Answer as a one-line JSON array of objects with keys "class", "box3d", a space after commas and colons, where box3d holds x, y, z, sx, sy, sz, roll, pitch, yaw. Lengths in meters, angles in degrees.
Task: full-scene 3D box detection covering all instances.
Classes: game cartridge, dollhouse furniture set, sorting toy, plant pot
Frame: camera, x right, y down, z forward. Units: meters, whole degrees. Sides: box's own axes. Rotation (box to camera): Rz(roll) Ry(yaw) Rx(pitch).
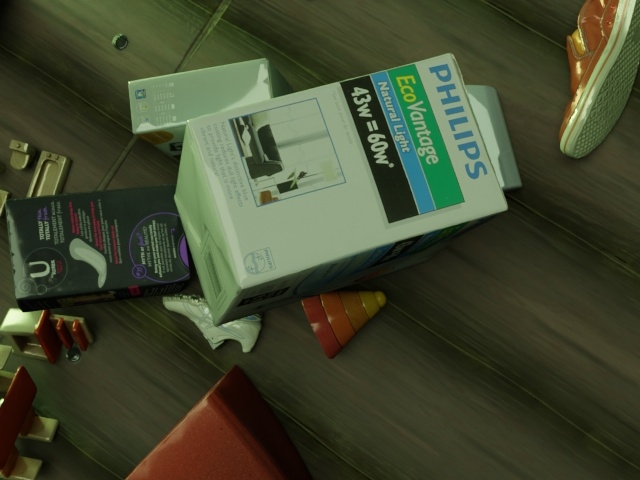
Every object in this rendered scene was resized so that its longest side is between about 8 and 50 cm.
[{"class": "game cartridge", "box3d": [0.158, -0.142, 1.584, 0.297, 0.062, 0.198, -15, 85, 9]}, {"class": "dollhouse furniture set", "box3d": [-0.482, 0.239, 1.577, 0.135, 0.262, 0.259, 7, 54, 10]}, {"class": "sorting toy", "box3d": [0.000, 0.000, 1.563, 0.126, 0.127, 0.365, -23, 81, 4]}, {"class": "dollhouse furniture set", "box3d": [-0.544, -0.105, 1.682, 0.151, 0.123, 0.144, 17, 87, 13]}, {"class": "plant pot", "box3d": [-0.154, 0.382, 1.490, 0.236, 0.267, 0.267, 44, 93, 1]}]

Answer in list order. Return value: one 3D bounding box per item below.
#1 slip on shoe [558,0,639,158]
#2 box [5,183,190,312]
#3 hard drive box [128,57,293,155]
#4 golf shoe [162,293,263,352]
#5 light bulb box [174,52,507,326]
[{"class": "slip on shoe", "box3d": [0.433, -0.286, 1.523, 0.101, 0.123, 0.331, 15, 86, 36]}, {"class": "box", "box3d": [-0.359, 0.013, 1.573, 0.271, 0.143, 0.165, -6, 80, -15]}, {"class": "hard drive box", "box3d": [-0.170, -0.215, 1.592, 0.232, 0.181, 0.089, -9, 82, 11]}, {"class": "golf shoe", "box3d": [-0.185, 0.137, 1.614, 0.176, 0.069, 0.085, 12, 92, 14]}, {"class": "light bulb box", "box3d": [0.006, -0.056, 1.345, 0.361, 0.358, 0.225, -16, 81, -14]}]
